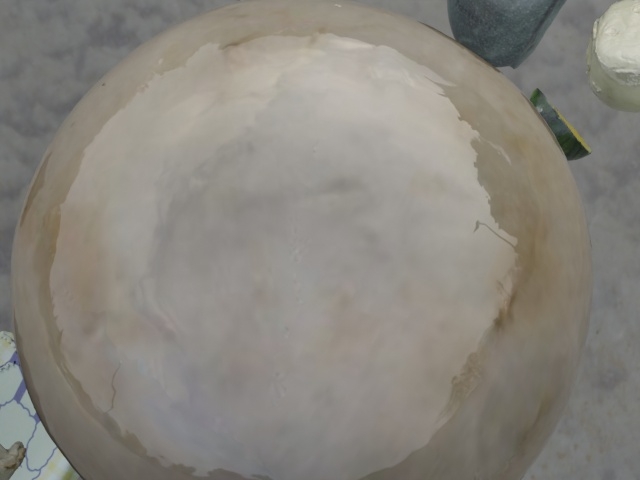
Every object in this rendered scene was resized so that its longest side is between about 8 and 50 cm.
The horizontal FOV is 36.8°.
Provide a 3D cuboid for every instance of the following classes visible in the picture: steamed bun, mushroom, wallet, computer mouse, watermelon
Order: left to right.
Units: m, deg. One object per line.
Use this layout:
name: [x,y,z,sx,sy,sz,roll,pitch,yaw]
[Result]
wallet: [-0.410,0.289,1.190,0.223,0.077,0.309,35,88,30]
mushroom: [-0.012,0.030,0.629,0.362,0.294,0.362,1,86,-8]
computer mouse: [0.298,-0.425,1.394,0.203,0.114,0.374,41,122,31]
watermelon: [0.490,-0.224,1.940,0.181,0.075,0.092,48,64,-16]
steamed bun: [0.338,-0.187,1.004,0.112,0.091,0.130,5,54,21]

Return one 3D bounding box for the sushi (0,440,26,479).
sushi: [-0.374,0.208,0.869,0.134,0.273,0.109,-48,31,-7]
